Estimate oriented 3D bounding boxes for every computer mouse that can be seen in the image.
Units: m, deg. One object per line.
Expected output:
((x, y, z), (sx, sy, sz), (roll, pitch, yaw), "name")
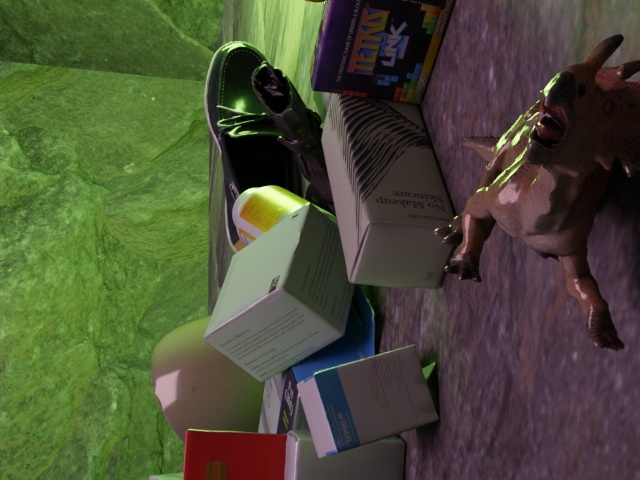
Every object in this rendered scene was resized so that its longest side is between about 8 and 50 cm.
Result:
((0.000, 0.000, 1.705), (0.071, 0.041, 0.242), (45, 140, 42), "computer mouse")

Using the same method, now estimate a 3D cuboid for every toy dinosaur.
((0.175, -0.062, 0.717), (0.296, 0.127, 0.200), (-83, 10, -69), "toy dinosaur")

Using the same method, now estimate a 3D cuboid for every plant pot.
((-0.136, 0.239, 1.803), (0.191, 0.284, 0.284), (-37, 38, 25), "plant pot")

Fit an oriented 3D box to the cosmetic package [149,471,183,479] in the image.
((-0.117, 0.382, 1.320), (0.151, 0.183, 0.152), (163, 105, -63), "cosmetic package")

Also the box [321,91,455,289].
((0.075, -0.070, 1.187), (0.275, 0.113, 0.094), (-102, 21, -48), "box")

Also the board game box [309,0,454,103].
((0.071, -0.249, 1.186), (0.048, 0.141, 0.170), (-98, 16, -45), "board game box")

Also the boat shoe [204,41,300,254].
((-0.128, -0.201, 2.035), (0.156, 0.186, 0.501), (127, 141, -59), "boat shoe")

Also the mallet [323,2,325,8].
((0.014, -0.344, 1.747), (0.190, 0.039, 0.062), (104, 165, -55), "mallet")

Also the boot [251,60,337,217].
((-0.025, -0.167, 1.449), (0.229, 0.091, 0.263), (53, -177, -33), "boot")

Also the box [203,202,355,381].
((-0.051, 0.075, 1.439), (0.182, 0.119, 0.181), (-33, 27, 36), "box")

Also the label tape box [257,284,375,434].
((-0.012, 0.221, 1.493), (0.249, 0.115, 0.348), (-118, 32, -67), "label tape box")

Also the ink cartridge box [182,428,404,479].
((-0.038, 0.380, 1.204), (0.066, 0.261, 0.297), (178, 95, -76), "ink cartridge box")

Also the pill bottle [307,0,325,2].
((0.005, -0.509, 1.604), (0.130, 0.130, 0.246), (-99, 18, -47), "pill bottle")

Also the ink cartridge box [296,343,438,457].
((0.060, 0.180, 1.132), (0.092, 0.143, 0.090), (129, 126, -69), "ink cartridge box")

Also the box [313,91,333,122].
((0.052, -0.216, 1.358), (0.087, 0.101, 0.102), (-106, 23, -56), "box")

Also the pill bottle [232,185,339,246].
((-0.060, -0.019, 1.634), (0.215, 0.117, 0.117), (30, 118, 53), "pill bottle")
